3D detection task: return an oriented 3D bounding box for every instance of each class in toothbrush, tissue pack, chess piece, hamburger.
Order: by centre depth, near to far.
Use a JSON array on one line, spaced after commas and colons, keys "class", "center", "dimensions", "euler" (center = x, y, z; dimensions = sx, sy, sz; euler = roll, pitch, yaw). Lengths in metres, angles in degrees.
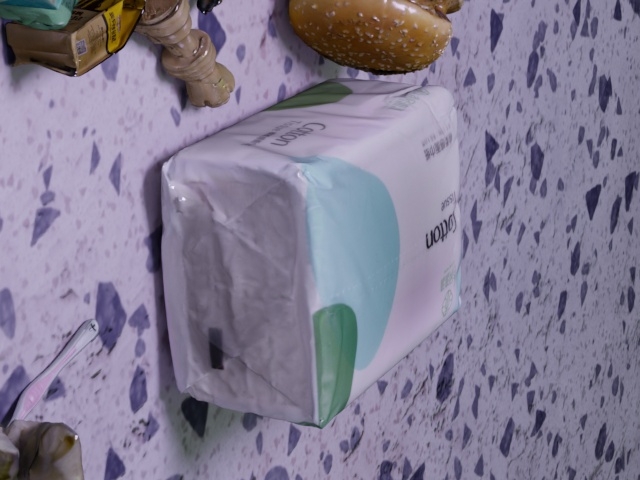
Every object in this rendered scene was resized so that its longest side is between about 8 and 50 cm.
[{"class": "toothbrush", "center": [-0.244, 0.131, 1.585], "dimensions": [0.204, 0.022, 0.017], "euler": [-53, 125, -45]}, {"class": "chess piece", "center": [-0.124, -0.175, 1.706], "dimensions": [0.172, 0.060, 0.060], "euler": [58, 47, -56]}, {"class": "tissue pack", "center": [0.002, 0.000, 1.846], "dimensions": [0.356, 0.194, 0.266], "euler": [-33, 125, -57]}, {"class": "hamburger", "center": [0.062, -0.244, 1.905], "dimensions": [0.182, 0.191, 0.118], "euler": [13, 75, -35]}]

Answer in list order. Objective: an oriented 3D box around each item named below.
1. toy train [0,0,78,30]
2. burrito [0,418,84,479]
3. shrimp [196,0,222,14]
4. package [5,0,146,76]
[{"class": "toy train", "center": [-0.208, -0.312, 1.433], "dimensions": [0.194, 0.120, 0.298], "euler": [39, 62, -65]}, {"class": "burrito", "center": [-0.267, 0.278, 1.445], "dimensions": [0.135, 0.190, 0.332], "euler": [-111, -162, -66]}, {"class": "shrimp", "center": [-0.066, -0.334, 1.774], "dimensions": [0.254, 0.059, 0.145], "euler": [-58, 142, -40]}, {"class": "package", "center": [-0.199, -0.182, 1.534], "dimensions": [0.131, 0.071, 0.047], "euler": [-47, 135, -50]}]
